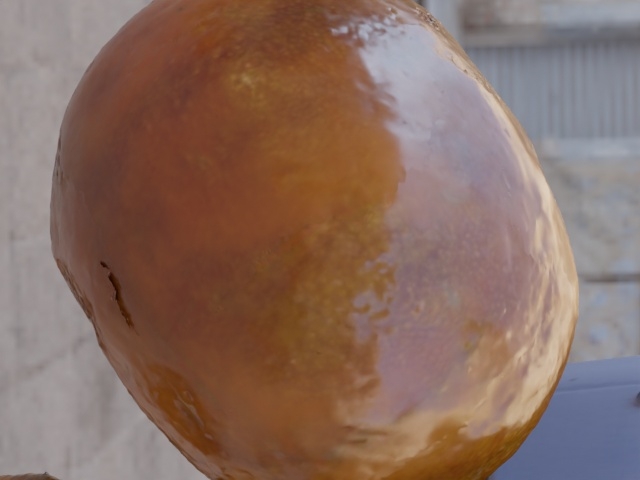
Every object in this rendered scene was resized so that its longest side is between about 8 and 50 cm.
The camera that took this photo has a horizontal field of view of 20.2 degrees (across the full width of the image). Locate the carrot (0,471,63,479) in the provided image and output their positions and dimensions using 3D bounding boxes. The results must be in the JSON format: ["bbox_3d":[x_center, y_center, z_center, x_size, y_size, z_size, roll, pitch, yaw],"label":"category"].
[{"bbox_3d":[-0.316,0.227,1.601,0.061,0.257,0.061,28,53,-45],"label":"carrot"}]

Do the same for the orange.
[{"bbox_3d":[0.000,0.000,0.883,0.284,0.226,0.284,56,6,-8],"label":"orange"}]

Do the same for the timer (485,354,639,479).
[{"bbox_3d":[0.195,0.280,1.027,0.395,0.173,0.394,-10,90,-75],"label":"timer"}]
